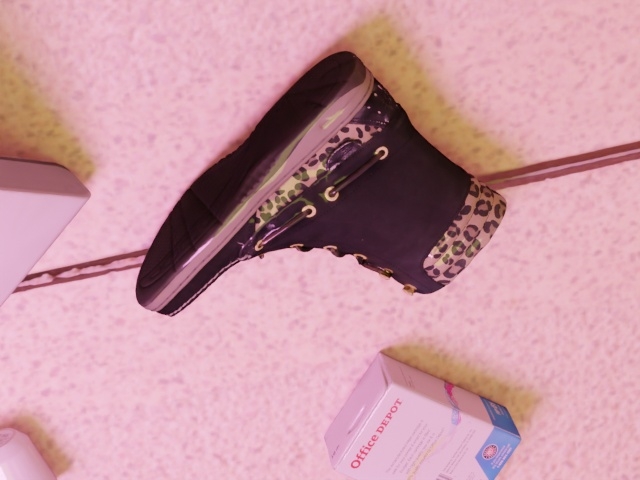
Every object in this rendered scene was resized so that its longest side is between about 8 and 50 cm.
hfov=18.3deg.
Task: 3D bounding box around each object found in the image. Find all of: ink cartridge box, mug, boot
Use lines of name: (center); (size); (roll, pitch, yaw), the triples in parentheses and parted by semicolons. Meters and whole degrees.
ink cartridge box: (0.077, 0.151, 1.526); (0.122, 0.052, 0.088); (24, 111, -22)
mug: (-0.238, 0.179, 1.482); (0.078, 0.062, 0.064); (-23, 112, -5)
boot: (0.001, 0.000, 1.415); (0.178, 0.085, 0.236); (37, 106, -27)

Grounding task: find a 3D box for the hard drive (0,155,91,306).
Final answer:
hard drive: (-0.309, 0.066, 1.349); (0.040, 0.203, 0.307); (46, 107, 19)
